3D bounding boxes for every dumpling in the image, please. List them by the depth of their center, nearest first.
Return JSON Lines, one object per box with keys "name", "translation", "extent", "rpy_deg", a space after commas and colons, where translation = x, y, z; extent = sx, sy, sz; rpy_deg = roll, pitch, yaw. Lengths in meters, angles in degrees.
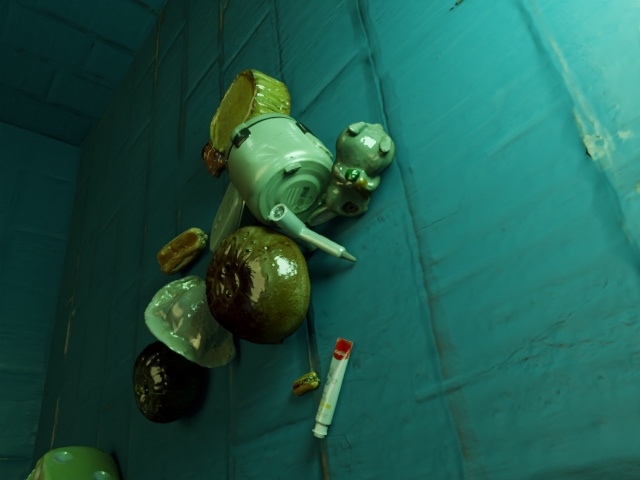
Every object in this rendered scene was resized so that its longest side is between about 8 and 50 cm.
{"name": "dumpling", "translation": [-0.337, 0.206, 1.346], "extent": [0.243, 0.227, 0.175], "rpy_deg": [19, 107, 51]}

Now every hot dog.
{"name": "hot dog", "translation": [-0.033, 0.300, 1.077], "extent": [0.083, 0.021, 0.037], "rpy_deg": [-40, 48, 38]}
{"name": "hot dog", "translation": [-0.451, 0.036, 1.689], "extent": [0.249, 0.076, 0.102], "rpy_deg": [-34, 78, 33]}

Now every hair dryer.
{"name": "hair dryer", "translation": [-0.002, -0.003, 1.078], "extent": [0.183, 0.155, 0.044], "rpy_deg": [23, 78, 39]}

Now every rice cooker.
{"name": "rice cooker", "translation": [-0.092, -0.164, 1.180], "extent": [0.226, 0.226, 0.244], "rpy_deg": [-58, 44, 19]}

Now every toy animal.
{"name": "toy animal", "translation": [0.062, -0.117, 1.066], "extent": [0.125, 0.127, 0.251], "rpy_deg": [50, 130, 31]}

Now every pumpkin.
{"name": "pumpkin", "translation": [-0.439, 0.393, 1.449], "extent": [0.238, 0.159, 0.237], "rpy_deg": [-4, 84, 41]}

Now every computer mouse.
{"name": "computer mouse", "translation": [-0.222, -0.061, 1.393], "extent": [0.288, 0.097, 0.159], "rpy_deg": [127, 152, -45]}

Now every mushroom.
{"name": "mushroom", "translation": [-0.145, 0.107, 1.136], "extent": [0.297, 0.163, 0.278], "rpy_deg": [5, 103, 48]}

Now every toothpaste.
{"name": "toothpaste", "translation": [0.023, 0.286, 1.003], "extent": [0.048, 0.031, 0.190], "rpy_deg": [5, 78, 57]}

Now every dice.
{"name": "dice", "translation": [-0.822, 0.852, 1.697], "extent": [0.250, 0.255, 0.251], "rpy_deg": [30, 99, 51]}

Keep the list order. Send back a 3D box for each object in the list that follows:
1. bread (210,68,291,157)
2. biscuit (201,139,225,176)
{"name": "bread", "translation": [-0.196, -0.347, 1.465], "extent": [0.253, 0.143, 0.227], "rpy_deg": [-50, 40, 23]}
{"name": "biscuit", "translation": [-0.339, -0.302, 1.726], "extent": [0.280, 0.043, 0.183], "rpy_deg": [17, 86, 51]}
